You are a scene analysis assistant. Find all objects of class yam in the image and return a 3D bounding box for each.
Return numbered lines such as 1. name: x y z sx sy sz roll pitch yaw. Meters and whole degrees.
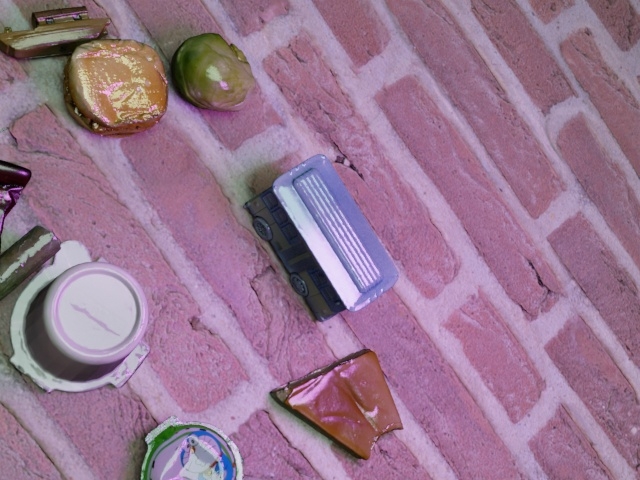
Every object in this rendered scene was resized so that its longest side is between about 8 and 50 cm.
1. yam: -0.555 0.046 1.628 0.169 0.068 0.068 -44 98 -22

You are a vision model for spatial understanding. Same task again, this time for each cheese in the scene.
1. cheese: -0.216 0.481 1.700 0.204 0.083 0.321 -37 94 -28

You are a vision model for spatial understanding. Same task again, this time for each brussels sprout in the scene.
1. brussels sprout: -0.229 -0.342 1.873 0.183 0.131 0.145 53 39 -7

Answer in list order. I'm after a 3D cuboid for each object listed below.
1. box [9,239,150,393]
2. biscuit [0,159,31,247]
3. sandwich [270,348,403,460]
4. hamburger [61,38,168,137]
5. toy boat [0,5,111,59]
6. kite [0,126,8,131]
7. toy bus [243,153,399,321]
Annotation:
1. box: -0.415 0.121 1.619 0.262 0.206 0.292 1 77 -25
2. biscuit: -0.636 -0.041 1.630 0.151 0.063 0.236 19 78 -20
3. sandwich: 0.045 0.364 1.870 0.244 0.063 0.212 -21 89 -27
4. hamburger: -0.408 -0.308 1.782 0.213 0.108 0.214 6 76 -24
5. toy boat: -0.530 -0.415 1.776 0.225 0.068 0.088 -15 80 -25
6. kite: -0.636 -0.202 1.704 0.044 0.002 0.078 40 65 -12
7. toy bus: 0.000 0.000 1.863 0.152 0.190 0.312 -34 94 -29
